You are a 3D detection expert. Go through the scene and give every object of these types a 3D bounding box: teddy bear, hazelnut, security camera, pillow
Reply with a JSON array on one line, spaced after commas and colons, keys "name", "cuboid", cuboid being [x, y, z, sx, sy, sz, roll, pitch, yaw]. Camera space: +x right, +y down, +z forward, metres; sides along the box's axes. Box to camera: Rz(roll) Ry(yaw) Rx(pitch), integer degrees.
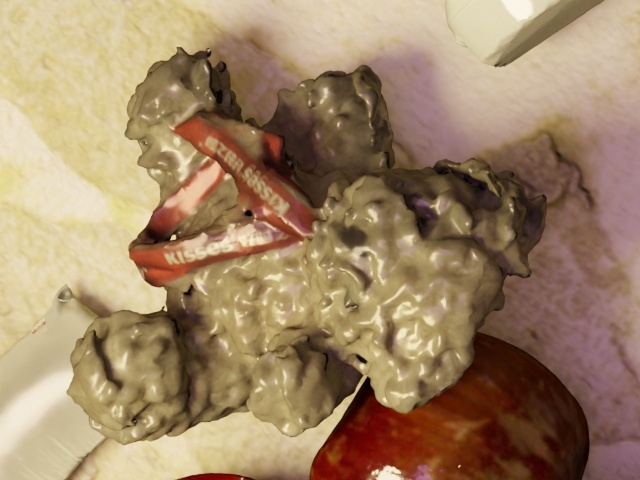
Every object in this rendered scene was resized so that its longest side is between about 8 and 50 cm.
[{"name": "teddy bear", "cuboid": [0.000, 0.000, 1.606, 0.367, 0.224, 0.357, -13, 54, 39]}, {"name": "hazelnut", "cuboid": [0.112, 0.189, 1.651, 0.218, 0.218, 0.234, 28, 58, 9]}, {"name": "security camera", "cuboid": [0.145, -0.283, 1.634, 0.194, 0.194, 0.236, -34, 87, 11]}, {"name": "pillow", "cuboid": [-0.260, 0.177, 1.793, 0.144, 0.078, 0.254, 43, 99, 7]}]

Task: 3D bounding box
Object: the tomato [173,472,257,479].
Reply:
[{"name": "tomato", "cuboid": [-0.098, 0.294, 1.699, 0.208, 0.208, 0.184, -15, 91, 12]}]
